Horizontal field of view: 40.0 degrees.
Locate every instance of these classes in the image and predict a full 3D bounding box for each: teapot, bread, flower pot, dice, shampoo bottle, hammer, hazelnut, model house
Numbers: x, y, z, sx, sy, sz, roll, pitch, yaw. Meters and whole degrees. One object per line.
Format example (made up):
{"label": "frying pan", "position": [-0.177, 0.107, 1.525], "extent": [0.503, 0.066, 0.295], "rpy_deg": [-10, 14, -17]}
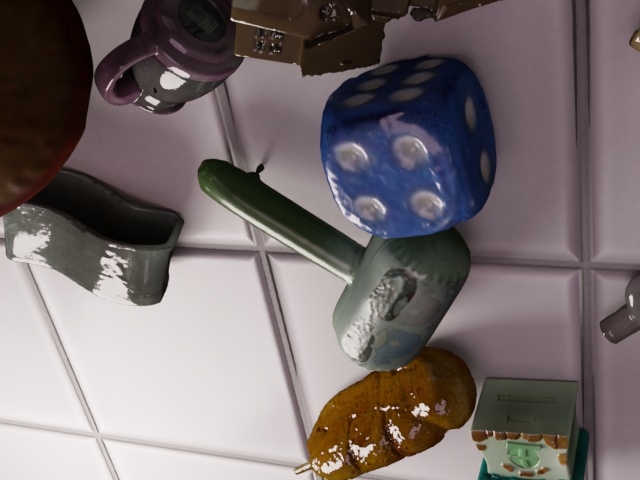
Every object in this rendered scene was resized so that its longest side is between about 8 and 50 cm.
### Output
{"label": "teapot", "position": [-0.160, -0.186, 0.935], "extent": [0.116, 0.148, 0.146], "rpy_deg": [35, 143, -15]}
{"label": "bread", "position": [0.074, 0.246, 1.162], "extent": [0.084, 0.124, 0.344], "rpy_deg": [23, 136, -29]}
{"label": "flower pot", "position": [-0.294, -0.005, 1.142], "extent": [0.229, 0.103, 0.108], "rpy_deg": [22, 130, 6]}
{"label": "dice", "position": [0.092, -0.095, 0.883], "extent": [0.146, 0.143, 0.146], "rpy_deg": [-4, 121, 26]}
{"label": "shampoo bottle", "position": [0.371, 0.060, 0.938], "extent": [0.080, 0.040, 0.165], "rpy_deg": [40, 128, -10]}
{"label": "hammer", "position": [0.000, 0.000, 1.023], "extent": [0.335, 0.119, 0.206], "rpy_deg": [33, 130, 8]}
{"label": "hazelnut", "position": [-0.399, -0.177, 0.906], "extent": [0.365, 0.366, 0.366], "rpy_deg": [12, 127, 16]}
{"label": "model house", "position": [0.049, -0.236, 0.810], "extent": [0.248, 0.176, 0.181], "rpy_deg": [7, 127, -1]}
{"label": "model house", "position": [0.262, 0.257, 1.090], "extent": [0.127, 0.100, 0.149], "rpy_deg": [-2, 124, 25]}

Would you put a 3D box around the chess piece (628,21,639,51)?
{"label": "chess piece", "position": [0.339, -0.165, 0.780], "extent": [0.122, 0.066, 0.066], "rpy_deg": [29, 130, 8]}
